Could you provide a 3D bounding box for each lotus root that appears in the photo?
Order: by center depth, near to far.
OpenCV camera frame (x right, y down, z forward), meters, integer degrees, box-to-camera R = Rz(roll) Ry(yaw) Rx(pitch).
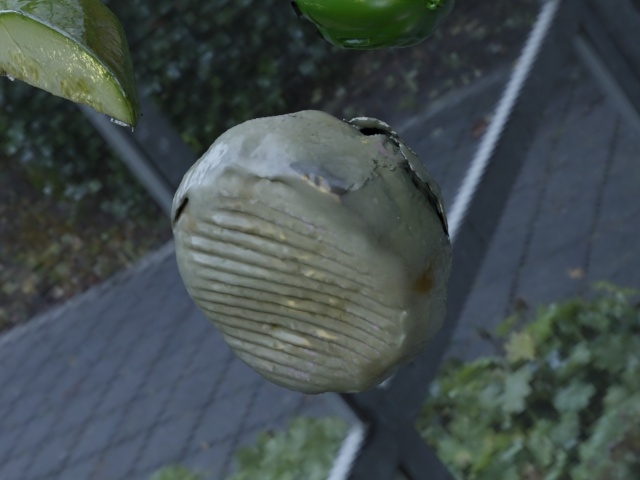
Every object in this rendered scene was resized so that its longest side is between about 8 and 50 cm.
[{"bbox_3d":[0.085,-0.279,1.683,0.186,0.186,0.186,-34,18,13],"label":"lotus root"}]

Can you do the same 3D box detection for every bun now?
[{"bbox_3d":[0.000,0.000,1.210,0.239,0.239,0.141,-24,19,37],"label":"bun"}]

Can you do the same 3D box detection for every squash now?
[{"bbox_3d":[-0.283,-0.191,1.607,0.169,0.093,0.252,-9,30,-7],"label":"squash"}]
